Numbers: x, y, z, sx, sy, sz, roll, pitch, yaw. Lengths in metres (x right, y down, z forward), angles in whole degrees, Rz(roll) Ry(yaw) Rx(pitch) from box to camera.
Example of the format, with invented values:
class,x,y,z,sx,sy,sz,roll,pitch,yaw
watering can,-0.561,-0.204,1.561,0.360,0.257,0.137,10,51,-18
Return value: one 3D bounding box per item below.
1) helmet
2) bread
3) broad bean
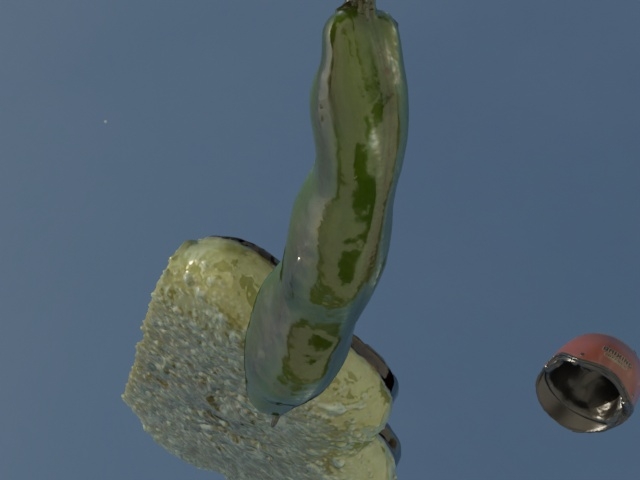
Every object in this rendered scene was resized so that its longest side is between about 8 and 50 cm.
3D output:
class,x,y,z,sx,sy,sz,roll,pitch,yaw
helmet,0.188,0.092,0.802,0.065,0.084,0.049,40,-122,1
bread,-0.039,0.115,0.815,0.207,0.286,0.056,31,-124,8
broad bean,0.002,0.002,0.521,0.046,0.065,0.255,-16,-42,-31
